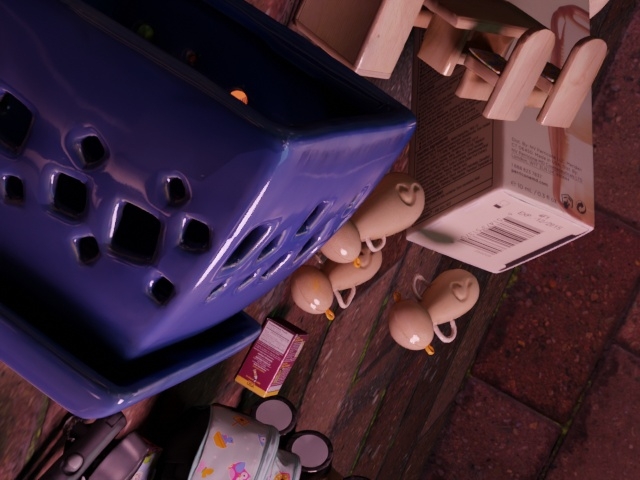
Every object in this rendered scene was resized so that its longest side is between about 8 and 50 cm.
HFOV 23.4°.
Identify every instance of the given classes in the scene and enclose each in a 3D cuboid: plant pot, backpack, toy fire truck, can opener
[{"bbox_3d":[-0.116,-0.039,0.908,0.212,0.236,0.236,-60,167,16],"label":"plant pot"},{"bbox_3d":[-0.102,0.251,1.557,0.188,0.144,0.165,121,-8,-74],"label":"backpack"},{"bbox_3d":[-0.078,0.318,1.760,0.246,0.217,0.158,-36,156,-27],"label":"toy fire truck"},{"bbox_3d":[-0.230,0.216,1.329,0.186,0.073,0.059,-43,166,-27],"label":"can opener"}]

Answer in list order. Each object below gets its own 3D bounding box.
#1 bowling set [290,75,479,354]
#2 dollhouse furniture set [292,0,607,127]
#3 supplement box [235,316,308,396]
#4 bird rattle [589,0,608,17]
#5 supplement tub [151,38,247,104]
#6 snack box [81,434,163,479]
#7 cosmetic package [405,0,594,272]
[{"bbox_3d":[0.000,0.000,1.483,0.200,0.287,0.154,-30,-179,40],"label":"bowling set"},{"bbox_3d":[0.120,-0.230,1.385,0.242,0.212,0.161,2,121,-43],"label":"dollhouse furniture set"},{"bbox_3d":[-0.056,0.134,1.783,0.083,0.043,0.055,-61,165,5],"label":"supplement box"},{"bbox_3d":[0.276,-0.329,1.718,0.207,0.253,0.143,-51,139,4],"label":"bird rattle"},{"bbox_3d":[-0.119,-0.040,1.102,0.190,0.117,0.117,-63,165,7],"label":"supplement tub"},{"bbox_3d":[-0.213,0.267,1.511,0.141,0.037,0.100,-66,166,15],"label":"snack box"},{"bbox_3d":[0.184,-0.136,1.580,0.153,0.129,0.296,-28,-130,49],"label":"cosmetic package"}]
